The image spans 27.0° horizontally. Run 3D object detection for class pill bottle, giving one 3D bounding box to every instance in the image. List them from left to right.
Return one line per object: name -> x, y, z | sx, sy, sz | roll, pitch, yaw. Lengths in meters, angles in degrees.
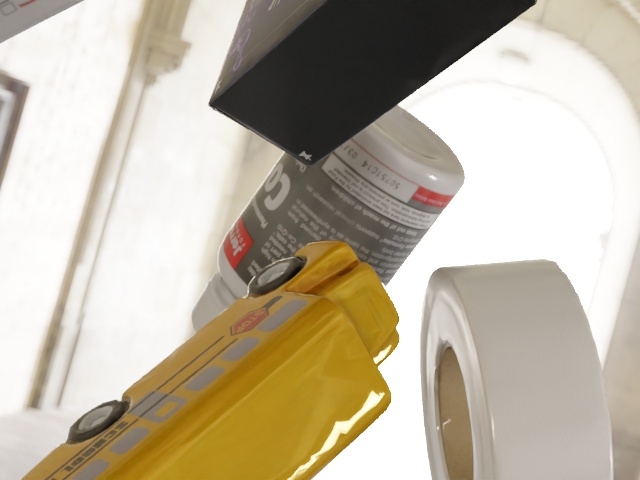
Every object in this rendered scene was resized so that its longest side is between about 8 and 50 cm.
pill bottle -> 0.000, 0.000, 1.314 | 0.161, 0.283, 0.161 | 31, 20, -13

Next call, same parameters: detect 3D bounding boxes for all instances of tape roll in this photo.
tape roll -> 0.162, 0.157, 1.166 | 0.100, 0.286, 0.286 | -5, 1, -6

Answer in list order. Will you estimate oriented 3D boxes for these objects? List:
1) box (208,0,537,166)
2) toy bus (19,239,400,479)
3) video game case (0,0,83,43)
box -> 0.045, -0.193, 0.934 | 0.103, 0.184, 0.261 | 28, -34, -22
toy bus -> -0.067, 0.132, 0.946 | 0.130, 0.333, 0.108 | 0, -56, 58
video game case -> -0.256, -0.245, 0.766 | 0.329, 0.300, 0.036 | 59, 6, -43
